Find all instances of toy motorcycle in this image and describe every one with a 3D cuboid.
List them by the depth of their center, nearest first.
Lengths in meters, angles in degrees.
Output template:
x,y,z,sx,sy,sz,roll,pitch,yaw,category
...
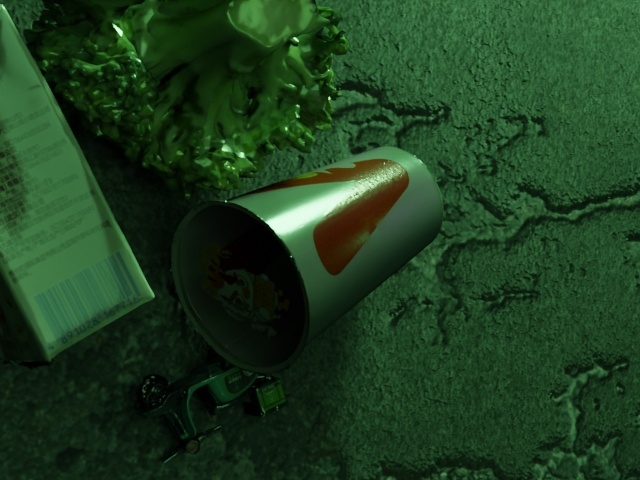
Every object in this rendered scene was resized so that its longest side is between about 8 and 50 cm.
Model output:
x,y,z,sx,sy,sz,roll,pitch,yaw,category
-0.123,0.173,1.554,0.173,0.058,0.100,-22,101,-33,toy motorcycle

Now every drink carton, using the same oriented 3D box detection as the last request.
x,y,z,sx,sy,sz,roll,pitch,yaw,category
-0.309,-0.046,1.384,0.132,0.194,0.325,-31,100,-26,drink carton

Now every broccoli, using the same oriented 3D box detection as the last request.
x,y,z,sx,sy,sz,roll,pitch,yaw,category
-0.143,-0.200,1.474,0.338,0.317,0.277,24,75,1,broccoli

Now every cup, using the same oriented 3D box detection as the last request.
x,y,z,sx,sy,sz,roll,pitch,yaw,category
0.000,0.000,1.572,0.288,0.203,0.203,-28,98,-44,cup
